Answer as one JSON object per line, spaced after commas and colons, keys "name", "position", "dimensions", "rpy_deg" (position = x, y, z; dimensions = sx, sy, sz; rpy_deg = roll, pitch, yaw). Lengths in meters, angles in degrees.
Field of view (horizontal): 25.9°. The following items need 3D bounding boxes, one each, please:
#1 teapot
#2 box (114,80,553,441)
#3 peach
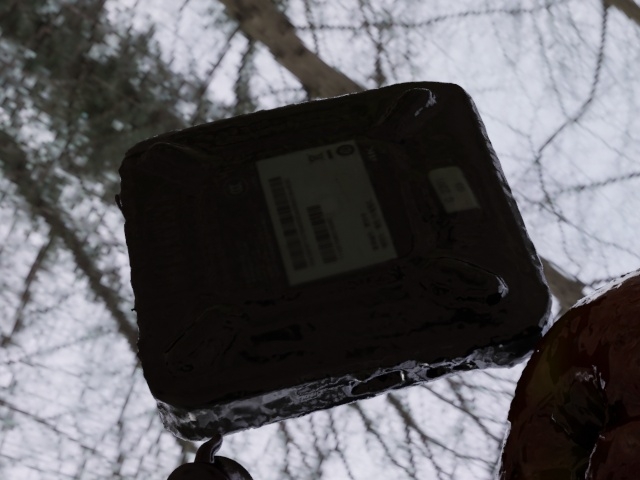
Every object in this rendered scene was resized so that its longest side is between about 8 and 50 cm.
{"name": "teapot", "position": [-0.070, 0.182, 0.942], "dimensions": [0.067, 0.045, 0.100], "rpy_deg": [-1, -84, 35]}
{"name": "box", "position": [0.000, 0.000, 1.229], "dimensions": [0.350, 0.091, 0.359], "rpy_deg": [-14, -135, -2]}
{"name": "peach", "position": [0.343, 0.177, 1.029], "dimensions": [0.353, 0.416, 0.339], "rpy_deg": [-178, -81, -74]}
